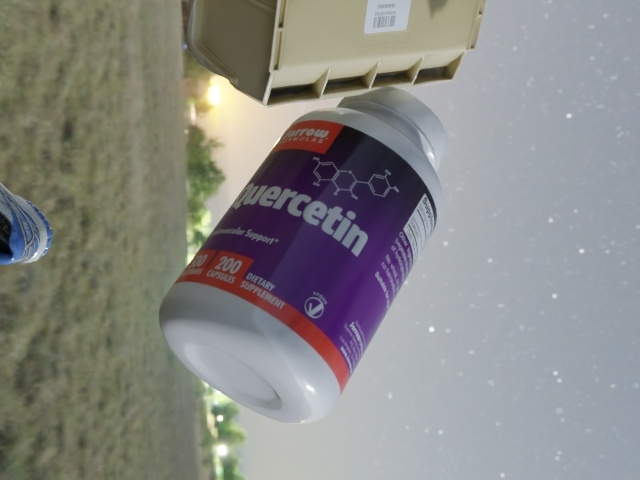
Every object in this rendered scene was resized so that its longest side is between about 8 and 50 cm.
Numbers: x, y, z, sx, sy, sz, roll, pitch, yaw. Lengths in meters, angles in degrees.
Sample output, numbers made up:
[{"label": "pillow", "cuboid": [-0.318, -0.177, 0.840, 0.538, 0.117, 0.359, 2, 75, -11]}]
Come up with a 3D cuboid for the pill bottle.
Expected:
[{"label": "pill bottle", "cuboid": [0.000, 0.000, 0.823, 0.323, 0.181, 0.181, -58, 169, -27]}]

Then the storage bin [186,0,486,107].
[{"label": "storage bin", "cuboid": [0.032, -0.269, 0.752, 0.123, 0.262, 0.260, 34, -54, 38]}]

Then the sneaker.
[{"label": "sneaker", "cuboid": [-0.248, -0.033, 0.590, 0.052, 0.135, 0.058, -49, -174, 13]}]
